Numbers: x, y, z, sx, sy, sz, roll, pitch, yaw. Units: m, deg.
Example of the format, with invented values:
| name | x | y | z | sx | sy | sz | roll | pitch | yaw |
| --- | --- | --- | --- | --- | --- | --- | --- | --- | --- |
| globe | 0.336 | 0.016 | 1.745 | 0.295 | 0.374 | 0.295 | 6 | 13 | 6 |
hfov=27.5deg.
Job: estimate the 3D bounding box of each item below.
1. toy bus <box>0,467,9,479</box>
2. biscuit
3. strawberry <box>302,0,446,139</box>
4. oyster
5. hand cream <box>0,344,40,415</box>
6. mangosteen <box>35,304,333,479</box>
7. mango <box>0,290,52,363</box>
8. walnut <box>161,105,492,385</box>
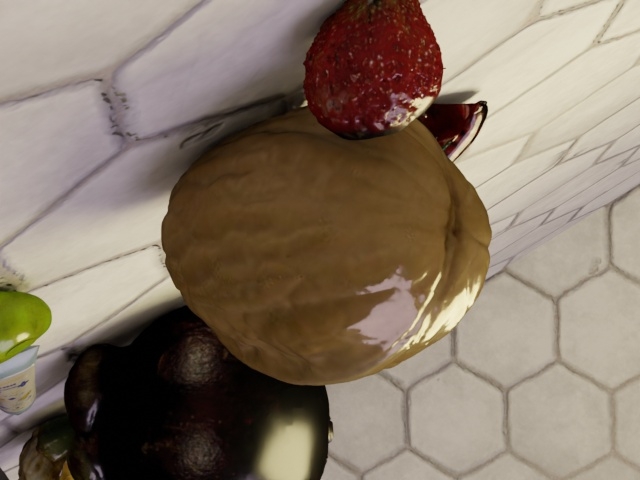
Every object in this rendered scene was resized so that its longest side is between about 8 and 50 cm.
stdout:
| name | x | y | z | sx | sy | sz | roll | pitch | yaw |
| --- | --- | --- | --- | --- | --- | --- | --- | --- | --- |
| toy bus | -0.505 | 0.358 | 1.688 | 0.106 | 0.092 | 0.268 | -43 | 166 | 18 |
| biscuit | 0.073 | -0.077 | 1.247 | 0.151 | 0.063 | 0.235 | -34 | 172 | 25 |
| strawberry | 0.034 | -0.121 | 0.881 | 0.106 | 0.106 | 0.106 | -29 | 170 | -6 |
| oyster | -0.302 | 0.289 | 1.790 | 0.198 | 0.133 | 0.337 | -36 | 171 | 21 |
| hand cream | -0.307 | 0.141 | 1.304 | 0.065 | 0.043 | 0.170 | -23 | 166 | -18 |
| mangosteen | -0.139 | 0.202 | 1.490 | 0.297 | 0.313 | 0.297 | -48 | -161 | 22 |
| mango | -0.259 | 0.071 | 1.064 | 0.073 | 0.056 | 0.108 | -28 | 174 | 24 |
| walnut | 0.000 | 0.000 | 1.005 | 0.261 | 0.225 | 0.225 | 0 | -169 | 39 |
